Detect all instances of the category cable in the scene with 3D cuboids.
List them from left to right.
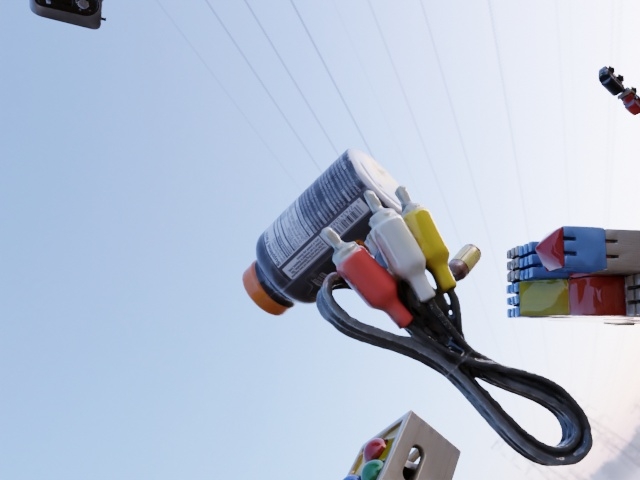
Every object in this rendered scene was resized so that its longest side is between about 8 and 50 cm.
[{"bbox_3d":[0.106,0.083,0.475,0.139,0.287,0.072,-31,-21,-24],"label":"cable"}]

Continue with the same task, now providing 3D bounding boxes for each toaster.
[{"bbox_3d":[-0.374,-0.445,0.824,0.110,0.186,0.168,2,-34,-25],"label":"toaster"}]

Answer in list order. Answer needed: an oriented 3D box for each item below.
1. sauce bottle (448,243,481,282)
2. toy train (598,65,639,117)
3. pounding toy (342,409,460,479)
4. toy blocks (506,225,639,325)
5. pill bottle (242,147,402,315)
[{"bbox_3d":[0.244,0.049,0.978,0.128,0.042,0.042,-35,-38,-43],"label":"sauce bottle"},{"bbox_3d":[0.504,-0.221,0.886,0.027,0.158,0.036,-37,23,54],"label":"toy train"},{"bbox_3d":[0.079,0.311,0.728,0.206,0.094,0.181,-53,-4,41],"label":"pounding toy"},{"bbox_3d":[0.382,0.058,0.761,0.381,0.260,0.191,89,-176,-80],"label":"toy blocks"},{"bbox_3d":[0.000,0.000,0.761,0.245,0.130,0.130,-43,-32,22],"label":"pill bottle"}]
